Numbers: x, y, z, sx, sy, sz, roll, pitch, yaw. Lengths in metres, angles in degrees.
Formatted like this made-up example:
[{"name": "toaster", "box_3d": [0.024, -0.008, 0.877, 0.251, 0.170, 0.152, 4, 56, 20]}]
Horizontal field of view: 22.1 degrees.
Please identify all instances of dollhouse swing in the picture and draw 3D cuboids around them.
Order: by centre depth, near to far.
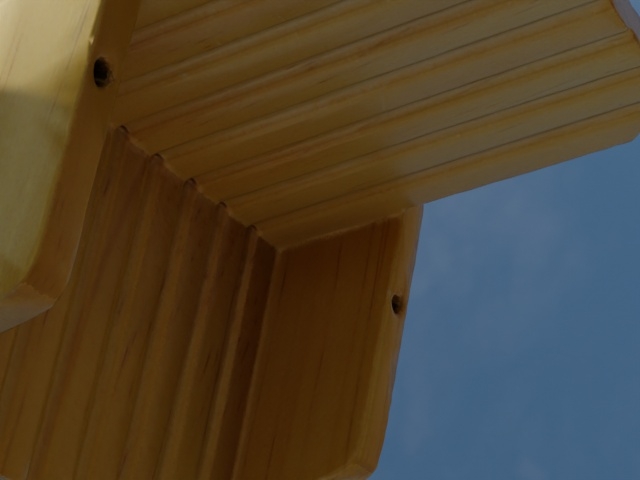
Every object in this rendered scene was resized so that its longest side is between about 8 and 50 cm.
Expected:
[{"name": "dollhouse swing", "box_3d": [0.000, 0.000, 0.896, 0.347, 0.305, 0.315, 40, -125, -53]}]
